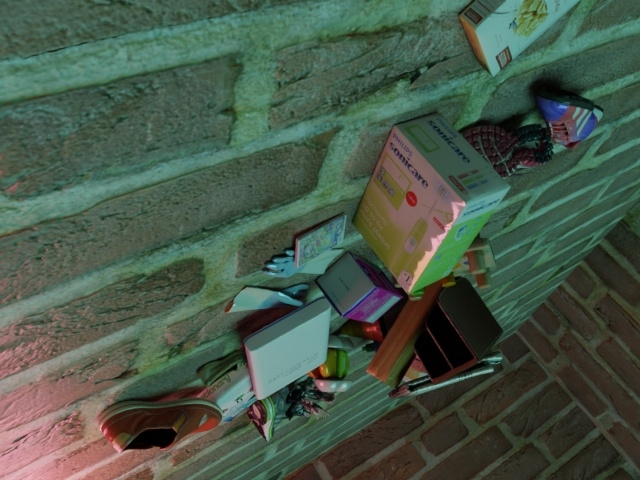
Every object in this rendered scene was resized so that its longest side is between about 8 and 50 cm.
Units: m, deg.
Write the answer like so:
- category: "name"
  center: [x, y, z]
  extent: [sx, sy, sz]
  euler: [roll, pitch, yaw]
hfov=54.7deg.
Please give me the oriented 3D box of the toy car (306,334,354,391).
- category: "toy car"
  center: [0.014, 0.357, 1.802]
  extent: [0.136, 0.159, 0.182]
  euler: [-3, 167, 26]

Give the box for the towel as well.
- category: "towel"
  center: [0.387, 0.435, 1.937]
  extent: [0.325, 0.056, 0.312]
  euler: [-17, 163, -10]

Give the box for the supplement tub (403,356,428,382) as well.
- category: "supplement tub"
  center: [0.374, 0.375, 2.184]
  extent: [0.228, 0.228, 0.316]
  euler: [-28, 155, -19]

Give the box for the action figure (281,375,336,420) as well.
- category: "action figure"
  center: [-0.019, 0.495, 1.966]
  extent: [0.275, 0.141, 0.164]
  euler: [-53, -178, 23]

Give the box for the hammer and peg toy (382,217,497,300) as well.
- category: "hammer and peg toy"
  center: [0.291, 0.044, 1.491]
  extent: [0.266, 0.127, 0.361]
  euler: [-11, 161, 16]

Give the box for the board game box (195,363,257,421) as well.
- category: "board game box"
  center: [-0.187, 0.370, 1.634]
  extent: [0.305, 0.053, 0.193]
  euler: [-40, 155, 5]

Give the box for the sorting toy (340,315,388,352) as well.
- category: "sorting toy"
  center: [0.147, 0.299, 1.933]
  extent: [0.126, 0.127, 0.365]
  euler: [-13, 156, 8]

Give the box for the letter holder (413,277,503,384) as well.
- category: "letter holder"
  center: [0.374, 0.244, 1.777]
  extent: [0.152, 0.214, 0.302]
  euler: [-36, 171, 27]

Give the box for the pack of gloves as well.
- category: "pack of gloves"
  center: [-0.063, 0.097, 1.328]
  extent: [0.195, 0.046, 0.232]
  euler: [-48, 154, 25]

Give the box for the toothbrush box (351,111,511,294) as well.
- category: "toothbrush box"
  center: [0.198, -0.066, 1.193]
  extent: [0.122, 0.206, 0.283]
  euler: [-21, 152, -31]

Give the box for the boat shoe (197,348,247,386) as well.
- category: "boat shoe"
  center: [-0.218, 0.305, 1.483]
  extent: [0.153, 0.048, 0.056]
  euler: [-14, 147, -41]

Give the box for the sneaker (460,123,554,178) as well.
- category: "sneaker"
  center: [0.381, -0.181, 1.356]
  extent: [0.299, 0.120, 0.112]
  euler: [-8, 174, -34]

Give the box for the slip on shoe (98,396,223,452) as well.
- category: "slip on shoe"
  center: [-0.352, 0.431, 1.426]
  extent: [0.123, 0.101, 0.331]
  euler: [-47, 147, 18]

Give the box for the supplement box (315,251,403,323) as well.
- category: "supplement box"
  center: [0.099, 0.120, 1.504]
  extent: [0.114, 0.111, 0.220]
  euler: [-42, 156, 9]

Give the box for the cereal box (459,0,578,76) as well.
- category: "cereal box"
  center: [0.345, -0.393, 1.000]
  extent: [0.240, 0.047, 0.173]
  euler: [-43, 155, 12]

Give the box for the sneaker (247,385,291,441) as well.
- category: "sneaker"
  center: [-0.147, 0.525, 1.905]
  extent: [0.121, 0.111, 0.300]
  euler: [-30, 157, -24]

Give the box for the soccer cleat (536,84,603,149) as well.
- category: "soccer cleat"
  center: [0.557, -0.273, 1.407]
  extent: [0.318, 0.109, 0.116]
  euler: [-5, 122, -55]

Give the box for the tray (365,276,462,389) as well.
- category: "tray"
  center: [0.290, 0.243, 1.849]
  extent: [0.410, 0.076, 0.203]
  euler: [-58, 157, -8]

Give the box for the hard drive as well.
- category: "hard drive"
  center: [-0.075, 0.268, 1.497]
  extent: [0.210, 0.040, 0.318]
  euler: [-27, 152, -18]

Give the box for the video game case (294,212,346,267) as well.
- category: "video game case"
  center: [0.000, 0.000, 1.258]
  extent: [0.122, 0.011, 0.087]
  euler: [-29, 147, -27]
